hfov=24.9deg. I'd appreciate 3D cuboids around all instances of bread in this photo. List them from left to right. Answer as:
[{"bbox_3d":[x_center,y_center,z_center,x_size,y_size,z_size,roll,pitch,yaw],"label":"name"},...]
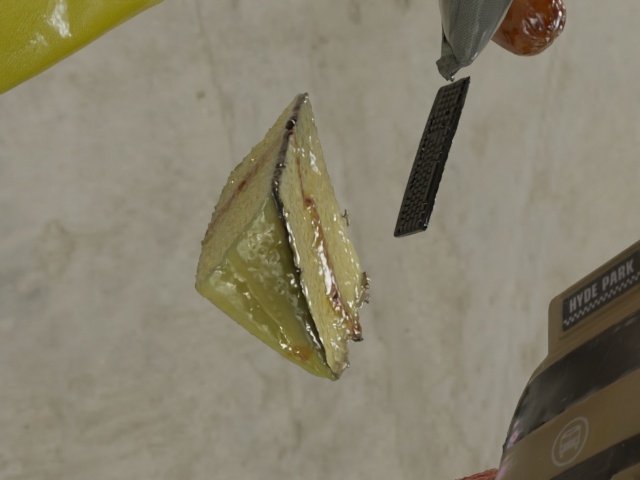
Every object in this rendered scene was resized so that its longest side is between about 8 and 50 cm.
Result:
[{"bbox_3d":[0.000,0.000,1.293,0.178,0.135,0.240,37,23,-11],"label":"bread"}]

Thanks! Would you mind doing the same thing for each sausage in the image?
[{"bbox_3d":[0.163,-0.236,1.347,0.076,0.076,0.197,47,6,-44],"label":"sausage"}]

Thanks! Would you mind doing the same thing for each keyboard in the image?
[{"bbox_3d":[0.160,-0.121,2.093,0.017,0.087,0.251,26,70,-25],"label":"keyboard"}]

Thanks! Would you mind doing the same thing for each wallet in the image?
[{"bbox_3d":[-0.213,-0.219,1.169,0.241,0.067,0.141,-35,149,-31],"label":"wallet"}]

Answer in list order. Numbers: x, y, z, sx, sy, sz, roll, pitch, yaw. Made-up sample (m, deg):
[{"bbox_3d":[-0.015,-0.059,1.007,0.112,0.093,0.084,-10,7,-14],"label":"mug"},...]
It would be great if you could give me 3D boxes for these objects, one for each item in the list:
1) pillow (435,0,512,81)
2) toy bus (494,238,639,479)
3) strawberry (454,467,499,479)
[{"bbox_3d":[0.113,-0.244,0.909,0.169,0.059,0.255,-92,-172,-49],"label":"pillow"},{"bbox_3d":[0.214,0.118,0.607,0.289,0.139,0.157,23,49,-22],"label":"toy bus"},{"bbox_3d":[0.203,0.364,1.620,0.277,0.257,0.257,80,25,-57],"label":"strawberry"}]
